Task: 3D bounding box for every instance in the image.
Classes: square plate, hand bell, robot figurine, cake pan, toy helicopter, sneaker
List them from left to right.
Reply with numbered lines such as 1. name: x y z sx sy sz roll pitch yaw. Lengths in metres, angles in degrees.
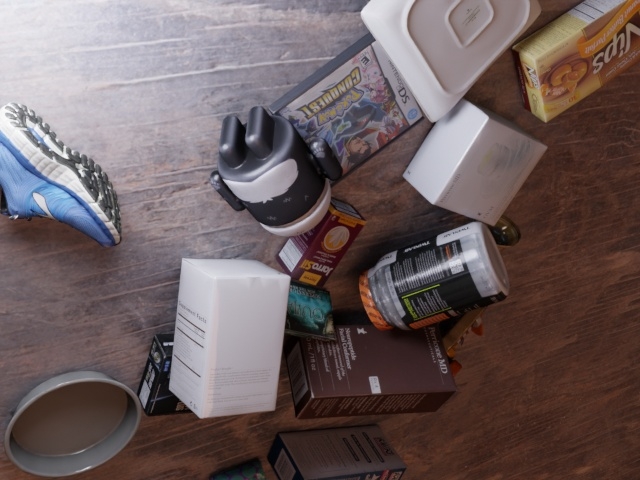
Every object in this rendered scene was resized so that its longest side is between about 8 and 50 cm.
1. sneaker: -0.473 -0.091 1.385 0.147 0.130 0.330 -30 133 11
2. cake pan: -0.542 0.398 1.745 0.293 0.054 0.293 -17 131 -21
3. robot figurine: -0.090 -0.131 1.543 0.173 0.209 0.278 -53 136 -15
4. square plate: 0.284 -0.452 1.588 0.347 0.049 0.344 -47 135 -1
5. toy helicopter: 0.394 0.216 2.116 0.235 0.140 0.355 -31 158 -44
6. hand bell: 0.408 0.053 2.059 0.126 0.126 0.242 -7 139 -28

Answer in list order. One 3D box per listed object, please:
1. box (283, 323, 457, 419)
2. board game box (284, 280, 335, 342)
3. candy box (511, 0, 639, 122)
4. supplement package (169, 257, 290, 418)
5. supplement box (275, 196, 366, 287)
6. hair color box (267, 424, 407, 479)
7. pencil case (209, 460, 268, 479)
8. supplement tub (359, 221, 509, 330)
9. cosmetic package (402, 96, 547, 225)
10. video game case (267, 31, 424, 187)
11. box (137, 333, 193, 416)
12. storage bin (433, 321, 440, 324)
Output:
1. box: 0.119 0.317 1.937 0.381 0.191 0.143 2 145 -23
2. board game box: -0.046 0.160 1.827 0.186 0.126 0.026 17 146 -40
3. candy box: 0.596 -0.430 1.795 0.316 0.087 0.183 -33 134 -6
4. supplement package: -0.192 0.196 1.662 0.177 0.175 0.293 2 100 -33
5. supplement box: 0.000 0.000 1.758 0.104 0.081 0.188 18 113 -40
6. hair color box: 0.047 0.615 2.196 0.347 0.174 0.105 4 121 -34
7. pencil case: -0.220 0.644 2.128 0.151 0.064 0.070 -12 113 -23
8. supplement tub: 0.262 0.093 1.857 0.316 0.193 0.193 -21 139 20
9. cosmetic package: 0.350 -0.179 1.802 0.224 0.138 0.224 16 114 -38
10. video game case: 0.061 -0.261 1.629 0.275 0.035 0.248 -37 135 -2
11. box: -0.316 0.302 1.795 0.147 0.077 0.180 3 121 -34
12. storage bin: 0.275 0.139 2.036 0.122 0.084 0.180 24 109 -41
